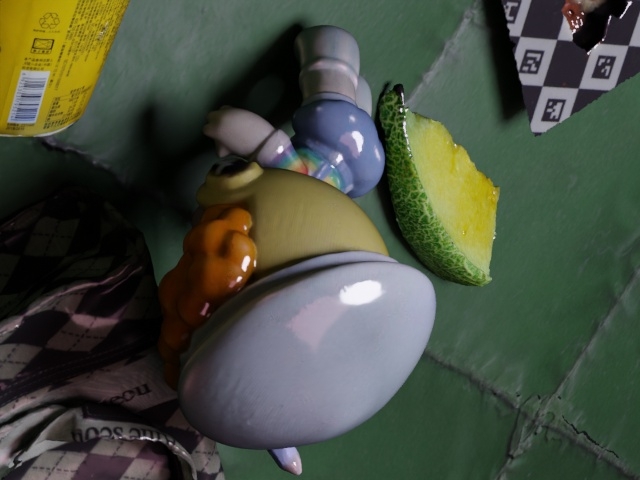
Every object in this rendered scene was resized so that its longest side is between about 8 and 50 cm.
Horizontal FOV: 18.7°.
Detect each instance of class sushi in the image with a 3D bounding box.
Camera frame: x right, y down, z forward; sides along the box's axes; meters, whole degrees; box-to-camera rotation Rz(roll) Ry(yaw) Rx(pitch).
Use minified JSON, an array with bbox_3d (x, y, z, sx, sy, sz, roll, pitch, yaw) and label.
[{"bbox_3d":[0.250,-0.246,1.826,0.220,0.047,0.231,-32,130,-17],"label":"sushi"}]

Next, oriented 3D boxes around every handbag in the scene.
[{"bbox_3d":[-0.240,0.207,1.565,0.317,0.180,0.416,-29,125,-23],"label":"handbag"}]

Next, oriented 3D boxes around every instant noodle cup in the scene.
[{"bbox_3d":[-0.217,-0.165,1.347,0.182,0.182,0.144,-10,131,-40],"label":"instant noodle cup"}]

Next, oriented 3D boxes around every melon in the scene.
[{"bbox_3d":[0.116,-0.053,1.826,0.114,0.053,0.262,-51,140,-16],"label":"melon"}]

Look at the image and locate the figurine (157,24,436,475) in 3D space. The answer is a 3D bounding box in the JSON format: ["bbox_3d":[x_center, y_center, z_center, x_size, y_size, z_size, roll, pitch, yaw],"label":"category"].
[{"bbox_3d":[-0.006,-0.022,1.521,0.224,0.205,0.381,64,28,-58],"label":"figurine"}]
